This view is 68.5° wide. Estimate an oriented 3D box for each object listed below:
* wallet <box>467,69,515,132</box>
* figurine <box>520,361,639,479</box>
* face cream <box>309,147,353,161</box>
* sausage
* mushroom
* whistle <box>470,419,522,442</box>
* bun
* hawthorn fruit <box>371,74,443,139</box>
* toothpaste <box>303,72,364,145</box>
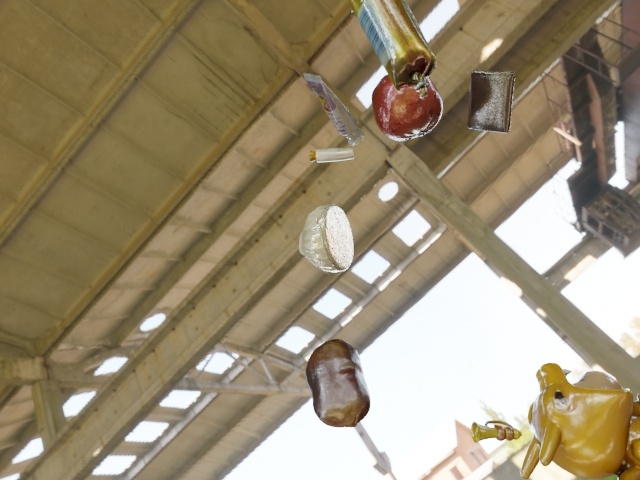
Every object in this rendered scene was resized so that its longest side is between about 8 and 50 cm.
[{"bbox_3d":[0.651,-0.534,1.802,0.049,0.182,0.229,-28,-55,-35],"label":"wallet"},{"bbox_3d":[0.687,0.479,1.077,0.401,0.387,0.268,-49,-28,-65],"label":"figurine"},{"bbox_3d":[0.045,-0.349,1.918,0.182,0.072,0.051,-3,-55,6],"label":"face cream"},{"bbox_3d":[0.190,-0.483,1.135,0.125,0.317,0.117,-27,-13,7],"label":"sausage"},{"bbox_3d":[0.051,0.379,1.157,0.148,0.227,0.217,-10,-44,5],"label":"mushroom"},{"bbox_3d":[0.390,0.428,1.049,0.109,0.046,0.057,5,-17,-10],"label":"whistle"},{"bbox_3d":[0.000,0.000,1.771,0.175,0.263,0.263,-9,-24,27],"label":"bun"},{"bbox_3d":[0.325,-0.541,1.806,0.265,0.307,0.265,-14,3,1],"label":"hawthorn fruit"},{"bbox_3d":[0.049,-0.450,1.607,0.073,0.114,0.299,-47,-52,-3],"label":"toothpaste"}]
